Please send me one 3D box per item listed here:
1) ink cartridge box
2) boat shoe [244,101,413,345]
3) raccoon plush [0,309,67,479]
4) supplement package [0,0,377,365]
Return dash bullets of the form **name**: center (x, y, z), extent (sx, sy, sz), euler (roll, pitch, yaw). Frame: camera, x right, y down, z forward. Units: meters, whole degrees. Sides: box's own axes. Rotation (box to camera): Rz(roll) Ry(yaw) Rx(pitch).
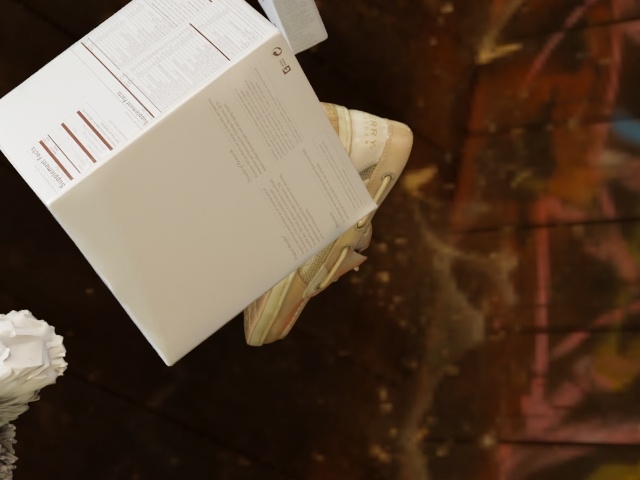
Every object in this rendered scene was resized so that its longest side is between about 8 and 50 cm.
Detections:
- **ink cartridge box**: center (-0.078, -0.316, 1.575), extent (0.223, 0.045, 0.224), euler (60, 176, 32)
- **boat shoe**: center (0.000, 0.000, 1.741), extent (0.110, 0.341, 0.122), euler (7, -129, -17)
- **raccoon plush**: center (-0.370, 0.092, 1.528), extent (0.216, 0.446, 0.299), euler (11, -130, -49)
- **supplement package**: center (-0.105, -0.059, 1.262), extent (0.203, 0.149, 0.194), euler (-37, -47, -7)
